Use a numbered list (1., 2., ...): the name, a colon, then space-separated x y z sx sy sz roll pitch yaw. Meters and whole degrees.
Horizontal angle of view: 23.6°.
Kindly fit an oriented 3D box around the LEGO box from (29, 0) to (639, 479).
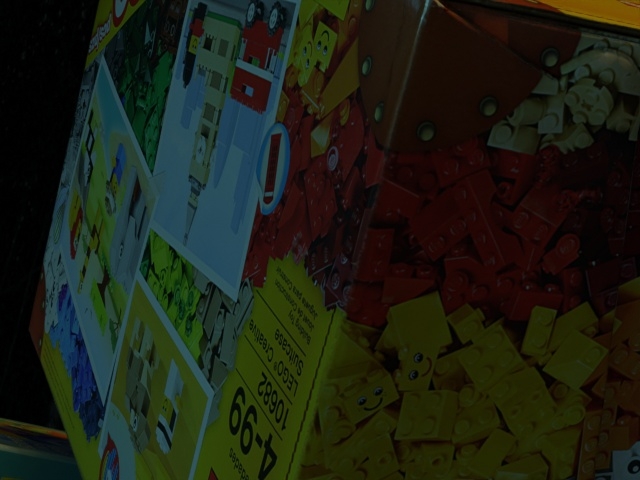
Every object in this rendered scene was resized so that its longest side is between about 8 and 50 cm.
1. LEGO box: 0.000 0.000 0.848 0.500 0.193 0.373 -131 53 -61

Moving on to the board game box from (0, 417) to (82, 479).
1. board game box: -0.181 0.185 1.110 0.253 0.336 0.079 6 81 54
